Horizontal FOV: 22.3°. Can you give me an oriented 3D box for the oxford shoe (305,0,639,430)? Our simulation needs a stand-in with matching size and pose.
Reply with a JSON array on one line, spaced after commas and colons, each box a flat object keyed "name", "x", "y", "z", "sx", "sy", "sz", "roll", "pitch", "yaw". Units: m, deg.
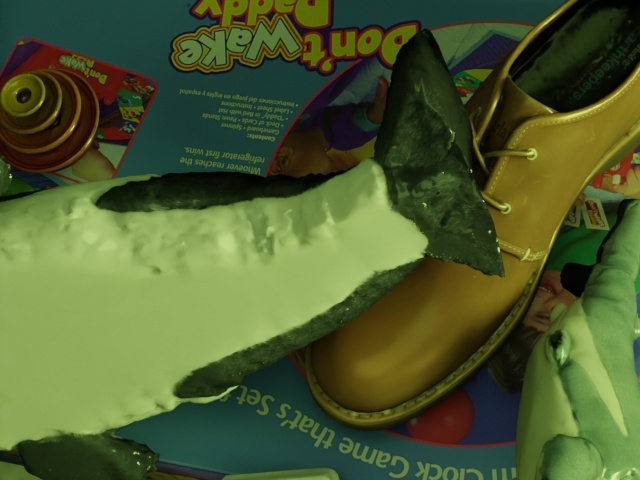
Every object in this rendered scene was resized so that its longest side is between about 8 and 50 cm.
[{"name": "oxford shoe", "x": 0.062, "y": -0.023, "z": 0.612, "sx": 0.076, "sy": 0.076, "sz": 0.212, "roll": 35, "pitch": 83, "yaw": 20}]

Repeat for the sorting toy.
[{"name": "sorting toy", "x": -0.136, "y": -0.034, "z": 0.679, "sx": 0.061, "sy": 0.042, "sz": 0.102, "roll": 22, "pitch": 76, "yaw": 20}]

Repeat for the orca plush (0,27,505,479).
[{"name": "orca plush", "x": -0.070, "y": -0.006, "z": 0.617, "sx": 0.287, "sy": 0.102, "sz": 0.151, "roll": -31, "pitch": 113, "yaw": 27}]

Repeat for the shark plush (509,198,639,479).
[{"name": "shark plush", "x": 0.107, "y": 0.063, "z": 0.598, "sx": 0.067, "sy": 0.073, "sz": 0.161, "roll": 12, "pitch": 51, "yaw": -3}]

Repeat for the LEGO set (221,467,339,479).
[{"name": "LEGO set", "x": -0.067, "y": 0.219, "z": 0.633, "sx": 0.182, "sy": 0.060, "sz": 0.244, "roll": -7, "pitch": 94, "yaw": 18}]

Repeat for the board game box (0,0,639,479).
[{"name": "board game box", "x": 0.000, "y": 0.000, "z": 0.701, "sx": 0.347, "sy": 0.078, "sz": 0.233, "roll": 9, "pitch": 72, "yaw": 16}]
